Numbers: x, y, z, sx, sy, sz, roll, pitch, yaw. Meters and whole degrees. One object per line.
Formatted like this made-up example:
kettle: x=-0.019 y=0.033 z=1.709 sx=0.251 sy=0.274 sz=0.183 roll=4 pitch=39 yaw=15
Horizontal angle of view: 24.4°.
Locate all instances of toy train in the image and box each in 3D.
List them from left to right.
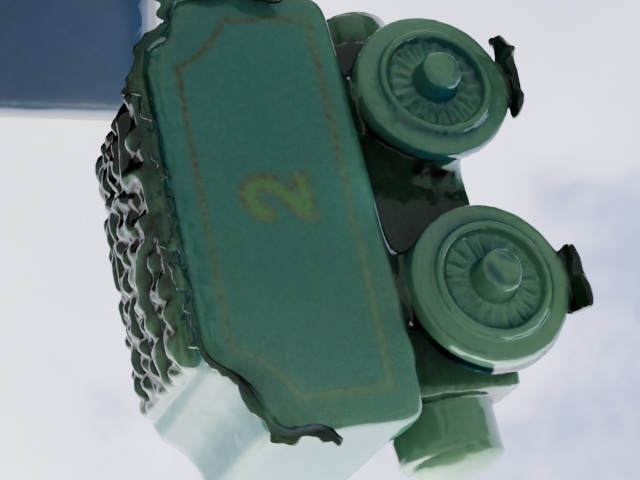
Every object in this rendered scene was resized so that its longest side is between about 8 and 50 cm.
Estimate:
toy train: x=0.000 y=0.000 z=0.583 sx=0.163 sy=0.112 sz=0.203 roll=-5 pitch=-115 yaw=-21

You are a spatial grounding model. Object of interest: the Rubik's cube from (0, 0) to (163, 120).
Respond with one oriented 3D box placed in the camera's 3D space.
Rubik's cube: x=-0.251 y=-0.281 z=0.839 sx=0.346 sy=0.344 sz=0.347 roll=1 pitch=-156 yaw=-2
